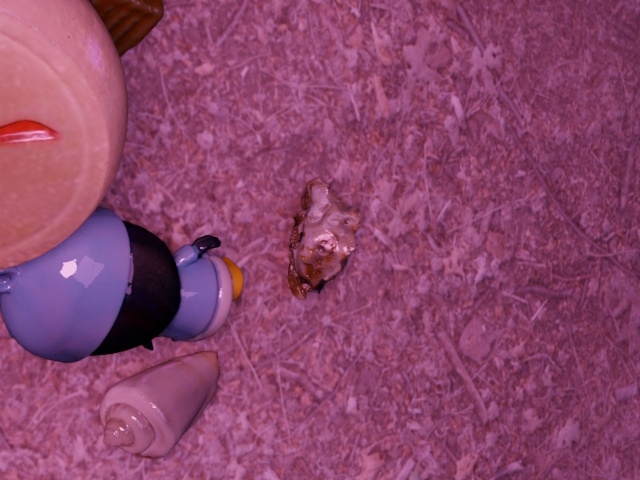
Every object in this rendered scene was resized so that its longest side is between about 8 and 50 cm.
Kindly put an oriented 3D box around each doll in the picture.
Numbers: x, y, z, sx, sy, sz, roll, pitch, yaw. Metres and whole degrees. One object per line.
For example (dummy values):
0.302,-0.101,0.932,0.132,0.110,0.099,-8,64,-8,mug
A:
-0.224,0.050,1.361,0.314,0.141,0.177,9,119,-48,doll

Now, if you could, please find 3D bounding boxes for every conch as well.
-0.184,0.188,1.447,0.104,0.094,0.176,59,34,-9,conch

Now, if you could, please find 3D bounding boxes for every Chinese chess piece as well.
-0.346,-0.124,1.156,0.338,0.140,0.338,-4,131,-5,Chinese chess piece

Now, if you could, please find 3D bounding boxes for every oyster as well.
-0.008,0.004,1.562,0.103,0.051,0.148,43,54,-27,oyster

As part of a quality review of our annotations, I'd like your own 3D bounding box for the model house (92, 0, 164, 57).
-0.303,-0.251,1.288,0.268,0.173,0.239,-39,133,6,model house
